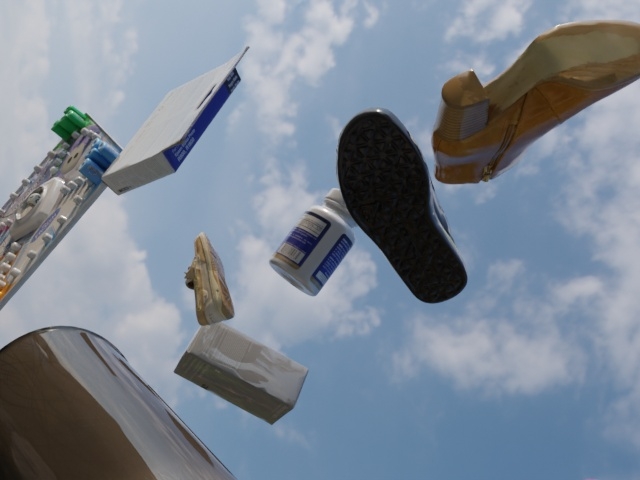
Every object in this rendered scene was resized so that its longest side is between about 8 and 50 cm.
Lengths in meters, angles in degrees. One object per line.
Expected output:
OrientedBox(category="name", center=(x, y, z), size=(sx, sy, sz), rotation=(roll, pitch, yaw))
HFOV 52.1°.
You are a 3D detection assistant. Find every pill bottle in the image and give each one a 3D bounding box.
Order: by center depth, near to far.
OrientedBox(category="pill bottle", center=(0.000, 0.000, 1.222), size=(0.112, 0.112, 0.187), rotation=(26, -106, 43))

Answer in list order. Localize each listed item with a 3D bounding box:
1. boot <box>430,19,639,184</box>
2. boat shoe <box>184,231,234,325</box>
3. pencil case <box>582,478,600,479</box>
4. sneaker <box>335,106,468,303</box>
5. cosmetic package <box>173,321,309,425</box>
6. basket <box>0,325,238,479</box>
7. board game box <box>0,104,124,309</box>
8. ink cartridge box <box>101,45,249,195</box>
OrientedBox(category="boot", center=(0.292, -0.175, 0.895), size=(0.211, 0.295, 0.104), rotation=(67, 8, -65))
OrientedBox(category="boat shoe", center=(-0.178, 0.057, 0.991), size=(0.063, 0.059, 0.170), rotation=(64, 3, -46))
OrientedBox(category="pencil case", center=(0.338, 0.382, 0.822), size=(0.064, 0.152, 0.070), rotation=(46, -39, -8))
OrientedBox(category="sneaker", center=(0.078, -0.036, 0.660), size=(0.097, 0.084, 0.235), rotation=(-94, 160, -56))
OrientedBox(category="cosmetic package", center=(-0.159, 0.262, 1.317), size=(0.237, 0.107, 0.127), rotation=(31, -39, -5))
OrientedBox(category="basket", center=(-0.137, 0.190, 0.446), size=(0.226, 0.154, 0.205), rotation=(19, -64, 45))
OrientedBox(category="board game box", center=(-0.545, -0.069, 1.231), size=(0.390, 0.050, 0.390), rotation=(-50, -144, -3))
OrientedBox(category="ink cartridge box", center=(-0.210, -0.179, 1.002), size=(0.224, 0.223, 0.045), rotation=(-13, -49, 44))
